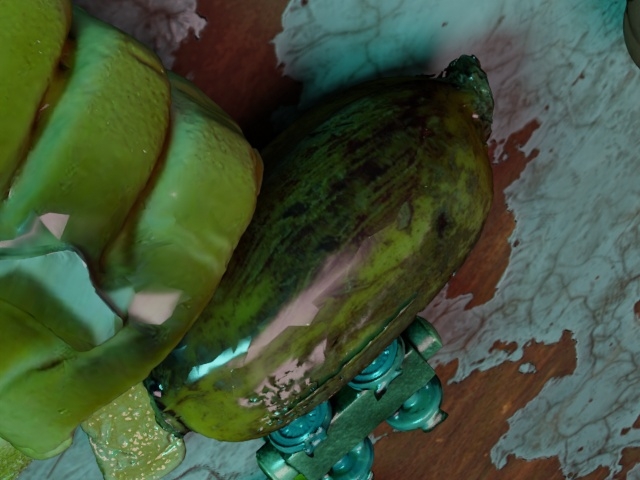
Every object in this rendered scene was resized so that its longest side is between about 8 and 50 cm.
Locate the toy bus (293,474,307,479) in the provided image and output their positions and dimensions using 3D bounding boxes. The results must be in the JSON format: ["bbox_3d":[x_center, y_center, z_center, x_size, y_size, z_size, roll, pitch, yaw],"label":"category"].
[{"bbox_3d":[-0.073,0.349,1.468,0.262,0.128,0.150,-26,134,-12],"label":"toy bus"}]

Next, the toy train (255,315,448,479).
[{"bbox_3d":[0.013,0.130,1.321,0.203,0.163,0.112,-41,134,0],"label":"toy train"}]

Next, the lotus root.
[{"bbox_3d":[0.000,0.000,1.173,0.397,0.196,0.179,-44,126,-9],"label":"lotus root"}]

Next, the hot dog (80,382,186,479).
[{"bbox_3d":[-0.188,0.119,1.245,0.084,0.073,0.242,-28,130,-11],"label":"hot dog"}]

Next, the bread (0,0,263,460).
[{"bbox_3d":[-0.218,-0.033,0.984,0.300,0.210,0.341,-46,121,-1],"label":"bread"}]

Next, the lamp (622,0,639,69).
[{"bbox_3d":[0.328,-0.223,1.254,0.182,0.140,0.182,21,90,-81],"label":"lamp"}]

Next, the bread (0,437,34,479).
[{"bbox_3d":[-0.308,0.207,1.187,0.228,0.033,0.228,-39,171,-8],"label":"bread"}]
